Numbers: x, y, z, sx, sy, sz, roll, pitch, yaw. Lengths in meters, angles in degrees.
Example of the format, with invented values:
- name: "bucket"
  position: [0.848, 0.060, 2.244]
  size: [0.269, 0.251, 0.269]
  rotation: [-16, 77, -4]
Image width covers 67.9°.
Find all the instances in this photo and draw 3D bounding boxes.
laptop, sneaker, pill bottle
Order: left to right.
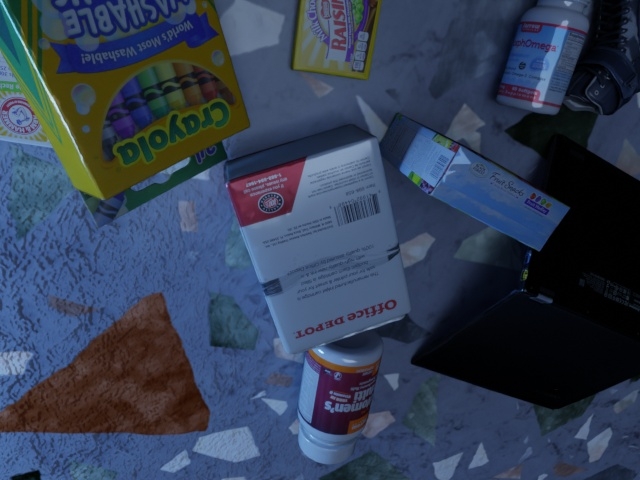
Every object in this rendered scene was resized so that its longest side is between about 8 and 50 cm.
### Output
- name: "pill bottle"
  position: [0.026, 0.249, 0.786]
  size: [0.121, 0.121, 0.221]
  rotation: [3, 112, -13]
- name: "pill bottle"
  position: [0.304, -0.258, 0.644]
  size: [0.087, 0.087, 0.160]
  rotation: [6, 111, -14]
- name: "laptop"
  position: [0.432, 0.094, 0.863]
  size: [0.382, 0.236, 0.407]
  rotation: [22, 79, -20]
- name: "sneaker"
  position: [0.392, -0.281, 0.653]
  size: [0.163, 0.086, 0.226]
  rotation: [-35, 117, 1]

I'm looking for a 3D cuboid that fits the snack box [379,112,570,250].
- name: "snack box"
  position: [0.187, -0.085, 0.627]
  size: [0.174, 0.207, 0.070]
  rotation: [23, 106, -21]

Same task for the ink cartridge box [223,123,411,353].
- name: "ink cartridge box"
  position: [0.000, 0.000, 0.676]
  size: [0.197, 0.114, 0.272]
  rotation: [-18, 115, -5]

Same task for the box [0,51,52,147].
- name: "box"
  position: [-0.383, -0.180, 0.522]
  size: [0.203, 0.103, 0.114]
  rotation: [6, 111, -14]

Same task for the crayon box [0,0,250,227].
- name: "crayon box"
  position: [-0.200, -0.188, 0.500]
  size: [0.203, 0.083, 0.323]
  rotation: [-38, 129, -33]

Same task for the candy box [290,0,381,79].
- name: "candy box"
  position: [0.026, -0.313, 0.594]
  size: [0.105, 0.027, 0.205]
  rotation: [4, 112, -11]
